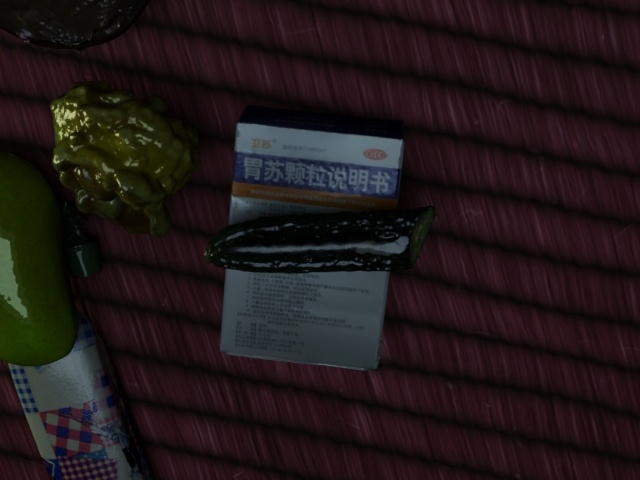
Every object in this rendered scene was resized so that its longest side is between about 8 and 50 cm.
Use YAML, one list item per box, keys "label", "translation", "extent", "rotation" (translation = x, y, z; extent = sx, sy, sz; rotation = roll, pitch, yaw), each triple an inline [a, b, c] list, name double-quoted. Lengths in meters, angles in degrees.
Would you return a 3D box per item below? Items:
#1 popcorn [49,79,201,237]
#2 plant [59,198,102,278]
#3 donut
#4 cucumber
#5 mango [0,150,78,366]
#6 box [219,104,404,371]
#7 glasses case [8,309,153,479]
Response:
- label: "popcorn"
  translation: [-0.239, -0.099, 1.471]
  extent: [0.197, 0.197, 0.155]
  rotation: [32, 78, -6]
- label: "plant"
  translation: [-0.309, -0.005, 1.577]
  extent: [0.051, 0.051, 0.102]
  rotation: [-13, 98, 9]
- label: "donut"
  translation: [-0.306, -0.341, 1.409]
  extent: [0.270, 0.103, 0.269]
  rotation: [3, 128, 4]
- label: "cucumber"
  translation: [0.000, 0.000, 1.430]
  extent: [0.265, 0.077, 0.077]
  rotation: [-1, 107, 6]
- label: "mango"
  translation: [-0.399, 0.024, 1.525]
  extent: [0.185, 0.149, 0.273]
  rotation: [-7, 94, 23]
- label: "box"
  translation: [-0.011, -0.003, 1.523]
  extent: [0.200, 0.106, 0.299]
  rotation: [6, 107, 2]
- label: "glasses case"
  translation: [-0.315, 0.245, 1.640]
  extent: [0.125, 0.076, 0.327]
  rotation: [-14, 105, 11]
